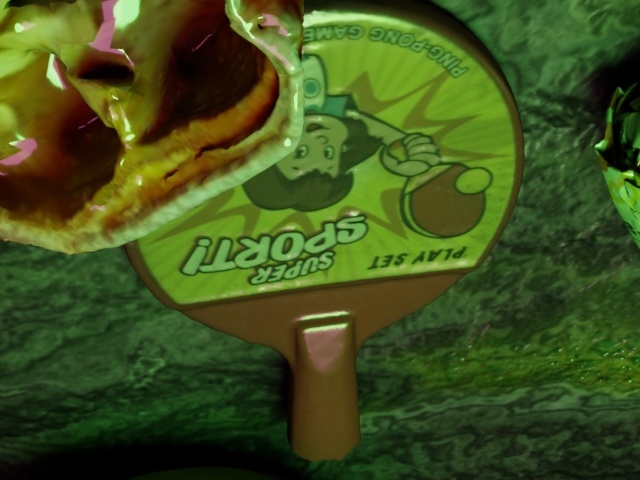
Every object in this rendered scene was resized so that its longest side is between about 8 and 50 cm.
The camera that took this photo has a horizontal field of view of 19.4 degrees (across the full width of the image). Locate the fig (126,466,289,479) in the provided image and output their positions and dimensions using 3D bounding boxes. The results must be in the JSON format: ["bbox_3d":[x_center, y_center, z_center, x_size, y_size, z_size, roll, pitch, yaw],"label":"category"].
[{"bbox_3d":[-0.083,0.317,1.388,0.343,0.343,0.343,-7,138,-7],"label":"fig"}]

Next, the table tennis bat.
[{"bbox_3d":[0.000,0.000,1.252,0.268,0.051,0.415,-7,135,-7],"label":"table tennis bat"}]

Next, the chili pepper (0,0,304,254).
[{"bbox_3d":[-0.136,-0.157,0.854,0.251,0.305,0.229,-27,134,18],"label":"chili pepper"}]

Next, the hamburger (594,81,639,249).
[{"bbox_3d":[0.298,-0.047,1.197,0.235,0.125,0.214,-7,159,11],"label":"hamburger"}]
